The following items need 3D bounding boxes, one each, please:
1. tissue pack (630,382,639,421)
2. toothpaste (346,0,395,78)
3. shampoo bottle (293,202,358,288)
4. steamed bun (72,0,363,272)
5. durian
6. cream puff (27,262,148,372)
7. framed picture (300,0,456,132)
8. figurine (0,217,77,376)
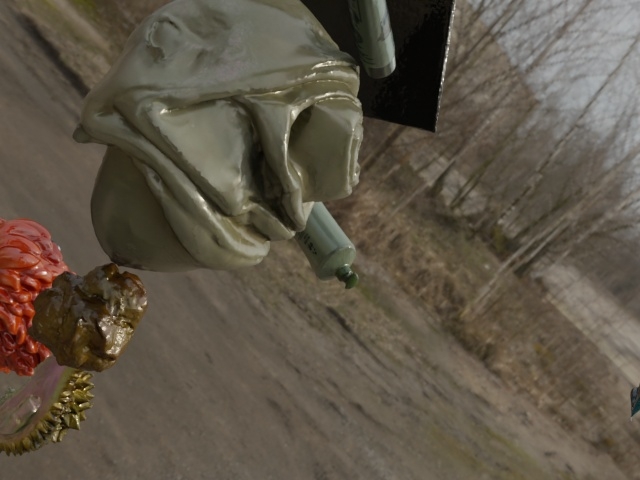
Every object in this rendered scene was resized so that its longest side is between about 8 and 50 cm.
[{"bbox_3d":[0.519,0.212,1.182,0.028,0.138,0.085,30,34,14],"label":"tissue pack"},{"bbox_3d":[0.042,-0.224,0.710,0.239,0.039,0.062,58,9,-70],"label":"toothpaste"},{"bbox_3d":[0.000,0.000,1.481,0.087,0.118,0.234,-22,61,-26],"label":"shampoo bottle"},{"bbox_3d":[-0.079,-0.102,0.820,0.219,0.310,0.324,26,48,23],"label":"steamed bun"},{"bbox_3d":[-0.340,0.210,0.974,0.140,0.224,0.078,2,51,-46],"label":"durian"},{"bbox_3d":[-0.236,0.074,0.788,0.122,0.094,0.116,-4,45,-32],"label":"cream puff"},{"bbox_3d":[0.037,-0.295,1.021,0.324,0.244,0.013,21,23,38],"label":"framed picture"},{"bbox_3d":[-0.564,0.100,1.490,0.412,0.241,0.306,-16,95,-88],"label":"figurine"}]
